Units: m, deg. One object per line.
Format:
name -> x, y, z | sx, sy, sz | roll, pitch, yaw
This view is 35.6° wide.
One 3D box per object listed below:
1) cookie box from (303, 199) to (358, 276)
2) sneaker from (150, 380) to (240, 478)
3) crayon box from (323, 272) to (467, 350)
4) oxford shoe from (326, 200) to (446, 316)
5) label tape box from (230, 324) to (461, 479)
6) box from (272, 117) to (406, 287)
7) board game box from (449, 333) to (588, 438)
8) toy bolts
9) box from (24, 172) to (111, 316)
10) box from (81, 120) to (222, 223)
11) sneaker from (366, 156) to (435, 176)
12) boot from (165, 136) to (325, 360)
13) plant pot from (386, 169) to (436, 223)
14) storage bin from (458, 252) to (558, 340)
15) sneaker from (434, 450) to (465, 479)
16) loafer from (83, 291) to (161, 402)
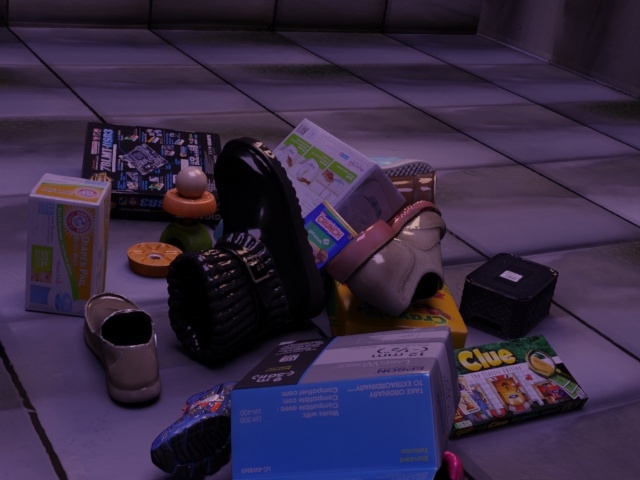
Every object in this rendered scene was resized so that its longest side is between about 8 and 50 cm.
cookie box -> 0.000, 0.000, 1.712 | 0.092, 0.107, 0.040 | 47, -3, 20
sneaker -> -0.154, 0.246, 1.314 | 0.087, 0.083, 0.221 | 5, 14, 29
crayon box -> 0.122, 0.126, 1.660 | 0.202, 0.081, 0.318 | 5, 24, -9
oxford shoe -> 0.141, 0.039, 1.654 | 0.146, 0.140, 0.397 | 47, 27, 8
label tape box -> 0.030, 0.205, 1.236 | 0.249, 0.115, 0.348 | -7, 5, 14
box -> -0.015, -0.077, 1.878 | 0.127, 0.231, 0.262 | 46, -6, -40
board game box -> 0.271, 0.216, 1.513 | 0.260, 0.030, 0.136 | -6, 45, -30
toy bolts -> -0.220, -0.026, 1.800 | 0.229, 0.158, 0.218 | 19, 25, 24
box -> -0.405, 0.007, 1.603 | 0.114, 0.203, 0.103 | 7, 23, -3
box -> -0.351, -0.145, 2.096 | 0.293, 0.073, 0.295 | 2, 33, -12
sneaker -> 0.072, -0.114, 2.179 | 0.366, 0.135, 0.150 | -4, 8, -34
boot -> -0.148, 0.003, 1.597 | 0.260, 0.348, 0.131 | -13, -14, -44
plant pot -> 0.151, -0.062, 2.029 | 0.165, 0.167, 0.167 | 2, 22, 7
storage bin -> 0.339, 0.098, 1.794 | 0.122, 0.084, 0.180 | 21, 25, 27
sneaker -> 0.058, 0.330, 1.126 | 0.121, 0.112, 0.299 | 23, 28, 31
loafer -> -0.289, 0.137, 1.480 | 0.102, 0.092, 0.268 | -3, 25, -25
